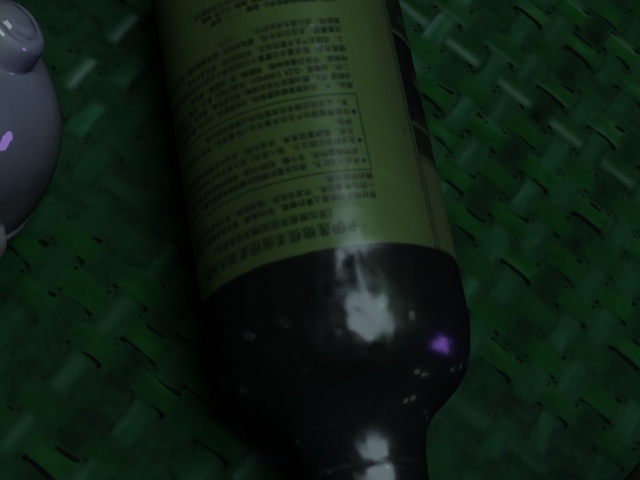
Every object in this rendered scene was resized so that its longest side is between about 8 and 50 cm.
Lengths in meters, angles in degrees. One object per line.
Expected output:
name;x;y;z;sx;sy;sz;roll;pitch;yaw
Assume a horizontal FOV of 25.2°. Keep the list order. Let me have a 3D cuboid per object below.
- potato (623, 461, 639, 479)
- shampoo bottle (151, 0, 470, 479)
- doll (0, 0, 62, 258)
potato;0.211;0.194;0.522;0.296;0.141;0.192;39;60;-8
shampoo bottle;0.000;0.000;0.552;0.101;0.101;0.284;-2;67;-22
doll;-0.187;-0.114;0.519;0.151;0.151;0.287;-27;86;-29
